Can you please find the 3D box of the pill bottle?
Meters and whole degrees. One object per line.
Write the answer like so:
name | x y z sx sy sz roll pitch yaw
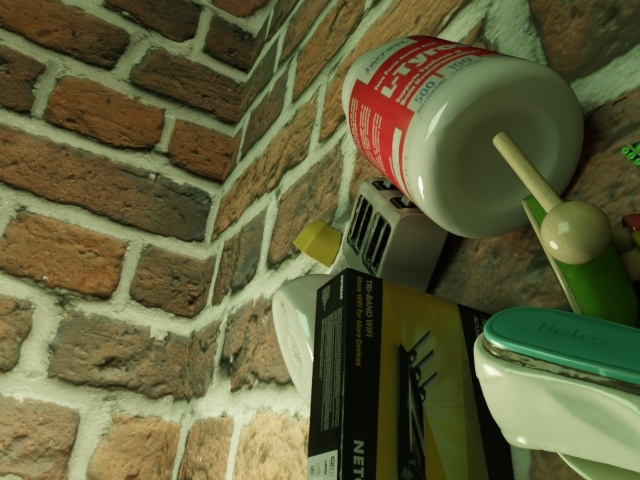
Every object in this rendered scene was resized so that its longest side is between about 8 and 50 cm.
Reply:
pill bottle | 0.173 -0.185 0.815 0.229 0.229 0.407 -63 25 17

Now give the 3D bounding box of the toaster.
toaster | 0.125 -0.003 0.901 0.168 0.110 0.185 -121 42 -58

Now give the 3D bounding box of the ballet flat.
ballet flat | 0.289 0.138 0.348 0.400 0.139 0.139 6 78 48

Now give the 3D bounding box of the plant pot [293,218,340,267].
plant pot | 0.000 0.000 1.239 0.083 0.081 0.081 -56 25 3

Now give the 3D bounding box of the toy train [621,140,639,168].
toy train | 0.366 -0.086 0.592 0.023 0.017 0.083 -47 32 24

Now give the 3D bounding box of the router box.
router box | 0.109 0.211 0.643 0.081 0.243 0.308 -41 38 49

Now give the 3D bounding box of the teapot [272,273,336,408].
teapot | 0.038 0.161 0.920 0.252 0.187 0.256 92 153 -42

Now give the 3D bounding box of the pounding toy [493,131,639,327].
pounding toy | 0.278 0.002 0.522 0.110 0.237 0.183 -25 38 19
